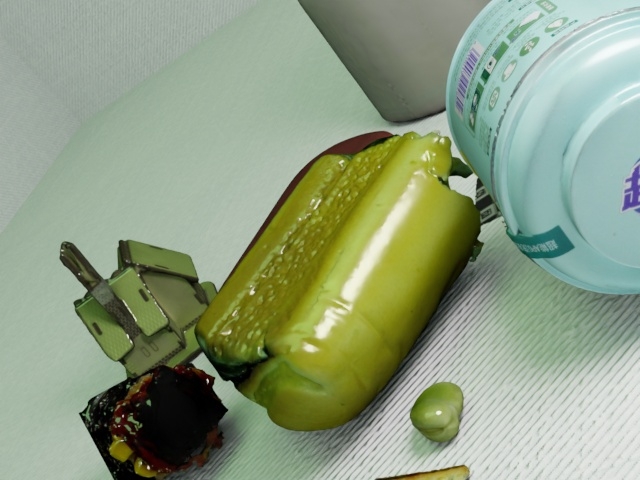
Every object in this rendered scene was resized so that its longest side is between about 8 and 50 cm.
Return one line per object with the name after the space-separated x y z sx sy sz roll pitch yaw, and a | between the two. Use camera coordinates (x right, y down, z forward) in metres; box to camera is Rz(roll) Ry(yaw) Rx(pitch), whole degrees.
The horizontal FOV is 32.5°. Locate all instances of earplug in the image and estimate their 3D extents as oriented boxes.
0.123 -0.441 1.887 0.313 0.394 0.312 -34 24 17 | earplug

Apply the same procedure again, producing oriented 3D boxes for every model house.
-0.316 0.072 1.786 0.205 0.278 0.218 -39 23 0 | model house

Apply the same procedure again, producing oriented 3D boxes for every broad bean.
0.124 0.181 1.171 0.063 0.045 0.083 -31 16 19 | broad bean

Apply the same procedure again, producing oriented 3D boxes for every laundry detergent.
0.295 -0.113 1.121 0.287 0.287 0.305 -37 22 10 | laundry detergent

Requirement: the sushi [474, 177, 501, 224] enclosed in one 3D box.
0.278 -0.104 1.474 0.201 0.031 0.139 -30 24 24 | sushi

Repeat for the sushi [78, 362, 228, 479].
-0.206 0.239 1.455 0.172 0.153 0.150 -28 -4 -21 | sushi

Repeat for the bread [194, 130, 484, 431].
0.030 0.060 1.331 0.251 0.208 0.376 2 47 50 | bread

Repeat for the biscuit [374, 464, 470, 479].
0.067 0.304 1.063 0.144 0.016 0.203 -21 28 40 | biscuit

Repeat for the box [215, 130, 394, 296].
0.000 0.000 1.623 0.263 0.108 0.404 -16 34 47 | box

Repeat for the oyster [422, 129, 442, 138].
0.157 -0.136 1.728 0.093 0.034 0.051 -36 43 12 | oyster
